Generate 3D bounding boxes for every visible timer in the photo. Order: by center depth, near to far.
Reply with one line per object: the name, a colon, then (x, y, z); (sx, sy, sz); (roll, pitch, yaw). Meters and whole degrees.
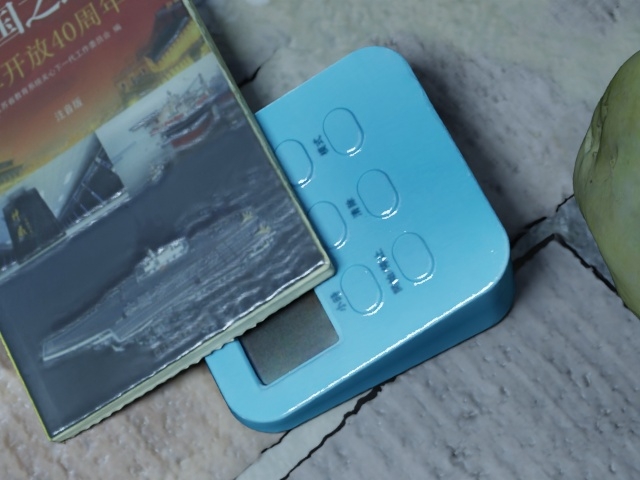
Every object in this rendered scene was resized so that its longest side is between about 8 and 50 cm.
timer: (0.000, 0.000, 1.489); (0.250, 0.091, 0.232); (-29, 70, -1)

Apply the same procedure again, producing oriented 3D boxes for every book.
book: (-0.179, -0.062, 1.529); (0.262, 0.028, 0.374); (-33, 69, 11)

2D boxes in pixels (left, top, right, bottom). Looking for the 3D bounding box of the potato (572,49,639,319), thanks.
potato: (0.337, -0.017, 1.388); (0.326, 0.221, 0.243); (34, 74, 12)
